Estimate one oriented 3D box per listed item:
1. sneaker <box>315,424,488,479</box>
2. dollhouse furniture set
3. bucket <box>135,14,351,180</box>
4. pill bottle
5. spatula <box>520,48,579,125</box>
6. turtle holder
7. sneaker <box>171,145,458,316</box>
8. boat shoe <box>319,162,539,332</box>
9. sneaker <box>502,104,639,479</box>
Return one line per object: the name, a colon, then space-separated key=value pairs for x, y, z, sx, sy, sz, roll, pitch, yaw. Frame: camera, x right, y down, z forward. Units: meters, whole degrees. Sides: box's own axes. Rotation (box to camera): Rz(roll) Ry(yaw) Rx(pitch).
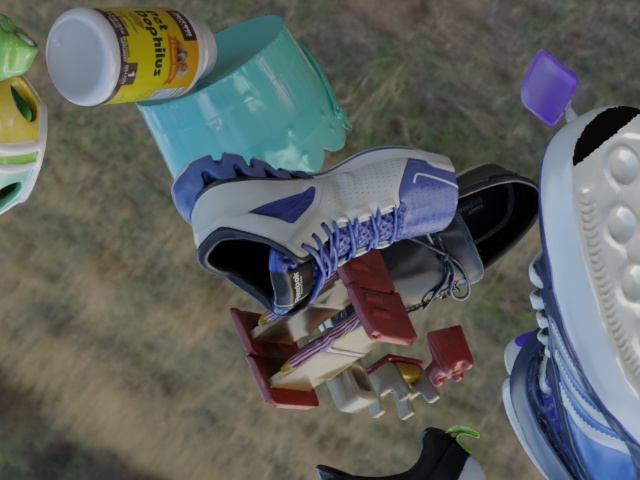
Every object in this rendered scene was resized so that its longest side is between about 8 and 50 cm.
sneaker: x=0.011 y=0.200 z=0.750 sx=0.097 sy=0.235 sz=0.084 roll=61 pitch=179 yaw=9
dollhouse furniture set: x=0.074 y=0.136 z=1.586 sx=0.374 sy=0.201 sz=0.152 roll=17 pitch=-136 yaw=-53
bucket: x=-0.115 y=-0.183 z=1.587 sx=0.281 sy=0.281 sz=0.183 roll=8 pitch=134 yaw=52
pill bottle: x=-0.228 y=-0.233 z=1.392 sx=0.117 sy=0.117 sz=0.215 roll=24 pitch=-157 yaw=28
spatula: x=0.339 y=-0.157 z=1.468 sx=0.030 sy=0.084 sz=0.296 roll=13 pitch=-151 yaw=-22
turtle holder: x=-0.446 y=-0.156 z=1.330 sx=0.228 sy=0.320 sz=0.243 roll=11 pitch=-153 yaw=-25
sneaker: x=-0.001 y=0.000 z=1.221 sx=0.316 sy=0.182 sz=0.127 roll=-3 pitch=134 yaw=-8
boat shoe: x=0.193 y=0.013 z=1.913 sx=0.156 sy=0.500 sz=0.186 roll=8 pitch=124 yaw=54
sneaker: x=0.173 y=0.064 z=0.751 sx=0.236 sy=0.130 sz=0.322 roll=6 pitch=129 yaw=62
